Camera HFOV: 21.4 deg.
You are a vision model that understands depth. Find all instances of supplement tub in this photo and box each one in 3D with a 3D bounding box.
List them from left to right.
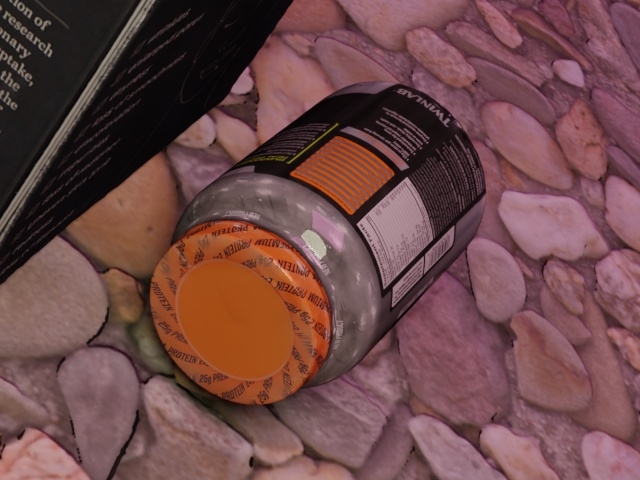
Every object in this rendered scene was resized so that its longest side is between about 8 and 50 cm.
[{"bbox_3d":[0.000,0.000,1.449,0.193,0.193,0.316,45,38,4],"label":"supplement tub"}]

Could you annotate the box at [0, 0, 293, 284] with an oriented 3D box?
[{"bbox_3d":[-0.177,-0.265,1.326,0.297,0.472,0.480,42,37,0],"label":"box"}]
